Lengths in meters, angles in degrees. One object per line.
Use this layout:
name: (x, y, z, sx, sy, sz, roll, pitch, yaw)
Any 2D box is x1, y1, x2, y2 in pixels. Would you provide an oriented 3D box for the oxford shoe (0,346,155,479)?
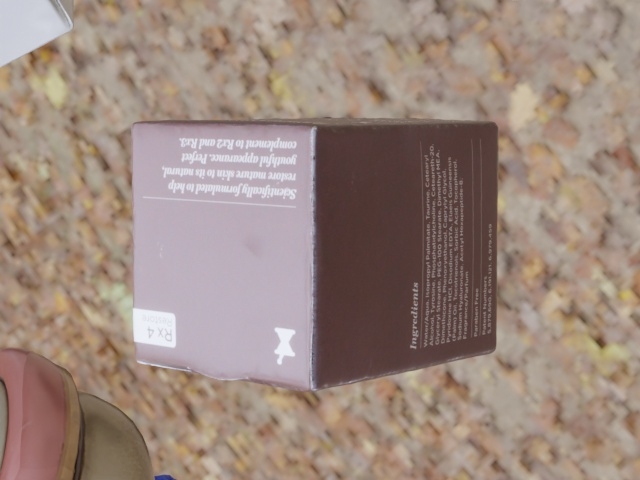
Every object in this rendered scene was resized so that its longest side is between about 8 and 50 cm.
oxford shoe: (-0.090, 0.171, 0.450, 0.123, 0.130, 0.348, -97, 25, -50)

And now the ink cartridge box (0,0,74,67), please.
ink cartridge box: (-0.187, -0.135, 0.701, 0.072, 0.127, 0.175, 58, -170, -35)

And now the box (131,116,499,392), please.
box: (0.000, 0.000, 1.034, 0.168, 0.203, 0.167, 5, 97, 40)

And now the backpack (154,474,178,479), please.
backpack: (-0.145, 0.241, 1.169, 0.120, 0.101, 0.098, -109, 13, -51)
